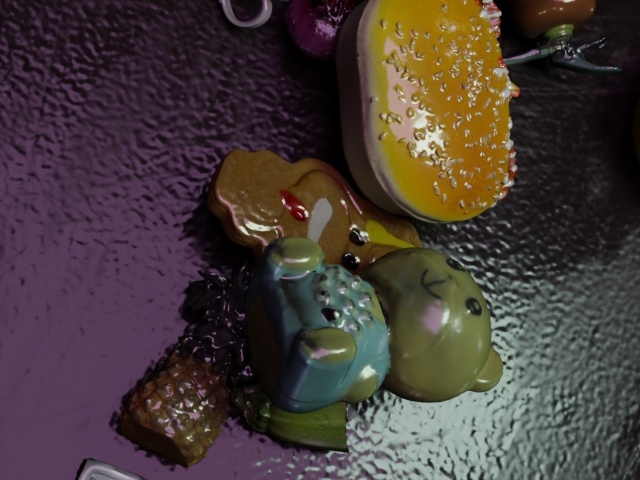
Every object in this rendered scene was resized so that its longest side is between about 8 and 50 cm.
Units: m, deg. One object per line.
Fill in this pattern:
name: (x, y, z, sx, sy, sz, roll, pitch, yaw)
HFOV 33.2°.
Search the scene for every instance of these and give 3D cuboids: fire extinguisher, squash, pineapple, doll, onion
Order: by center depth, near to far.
doll: (0.061, 0.092, 1.135, 0.261, 0.161, 0.177, -4, 52, -25)
pineapple: (-0.127, 0.126, 1.190, 0.119, 0.111, 0.237, 42, 63, -24)
squash: (-0.036, 0.194, 1.214, 0.132, 0.105, 0.105, -4, 79, -3)
onion: (0.013, -0.273, 1.315, 0.115, 0.104, 0.115, 13, 53, -17)
fire extinguisher: (0.259, -0.372, 1.421, 0.200, 0.113, 0.376, -18, 79, 24)

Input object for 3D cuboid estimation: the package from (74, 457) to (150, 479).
package: (-0.209, 0.344, 1.159, 0.173, 0.027, 0.171, 25, 69, -10)

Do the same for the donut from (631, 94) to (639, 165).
donut: (0.539, -0.146, 1.430, 0.278, 0.108, 0.277, 4, 77, -15)

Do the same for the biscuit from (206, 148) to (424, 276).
biscuit: (0.002, -0.001, 1.239, 0.295, 0.044, 0.186, 29, 56, -23)

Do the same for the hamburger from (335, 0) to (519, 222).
hamburger: (0.129, -0.167, 1.263, 0.227, 0.151, 0.295, -5, 92, -42)

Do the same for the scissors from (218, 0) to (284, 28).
scissors: (-0.112, -0.381, 1.323, 0.118, 0.030, 0.242, -35, 77, 21)
